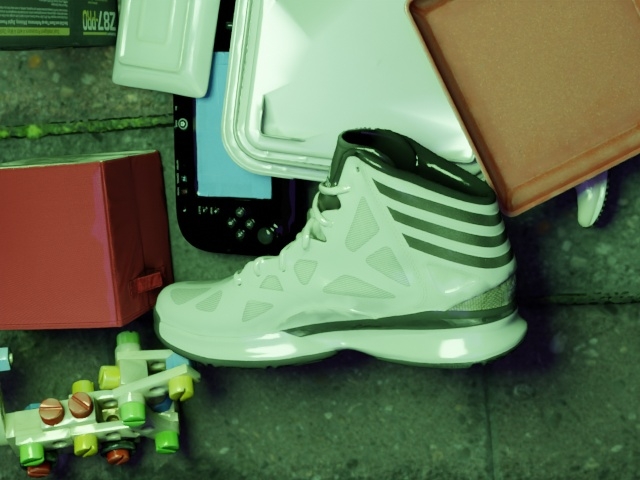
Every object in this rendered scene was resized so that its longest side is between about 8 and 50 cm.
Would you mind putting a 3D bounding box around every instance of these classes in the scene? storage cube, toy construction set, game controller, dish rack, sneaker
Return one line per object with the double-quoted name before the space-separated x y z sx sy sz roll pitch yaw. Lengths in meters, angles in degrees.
"storage cube" -0.301 -0.005 1.340 0.215 0.183 0.193 -3 98 14
"toy construction set" -0.306 0.197 1.364 0.328 0.215 0.151 5 58 1
"game controller" -0.100 -0.140 1.330 0.166 0.067 0.319 2 100 12
"dish rack" 0.062 -0.200 1.236 0.333 0.072 0.285 7 95 -2
"sneaker" 0.001 0.000 1.238 0.447 0.169 0.257 -2 108 22
"sneaker" 0.295 -0.097 1.255 0.075 0.057 0.161 9 98 14

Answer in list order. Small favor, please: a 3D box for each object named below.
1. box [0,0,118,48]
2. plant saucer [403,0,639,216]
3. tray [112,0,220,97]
"box" -0.330 -0.362 1.172 0.097 0.395 0.318 -2 101 11
"plant saucer" 0.254 -0.195 1.183 0.258 0.048 0.259 -27 97 0
"tray" -0.182 -0.313 1.306 0.145 0.030 0.270 13 98 26
